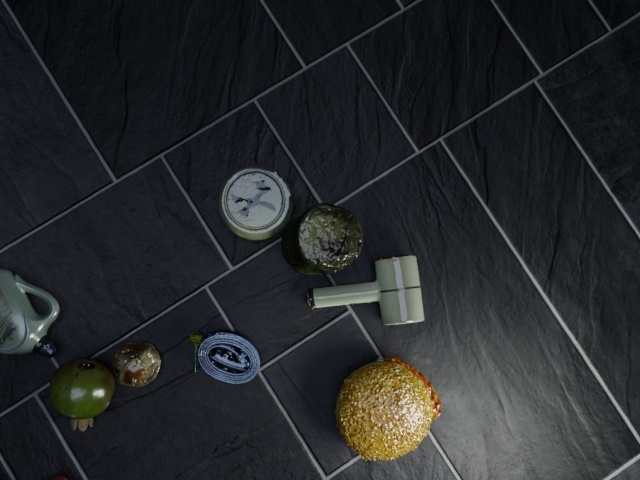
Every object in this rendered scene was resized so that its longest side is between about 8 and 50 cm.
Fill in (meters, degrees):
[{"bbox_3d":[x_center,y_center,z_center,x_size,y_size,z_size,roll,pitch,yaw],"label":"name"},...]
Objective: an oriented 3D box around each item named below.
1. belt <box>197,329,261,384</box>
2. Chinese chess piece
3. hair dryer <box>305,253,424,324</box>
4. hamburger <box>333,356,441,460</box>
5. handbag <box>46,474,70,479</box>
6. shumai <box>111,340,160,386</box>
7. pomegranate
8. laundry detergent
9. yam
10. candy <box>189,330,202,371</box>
[{"bbox_3d":[-0.266,0.337,1.857,0.190,0.082,0.141,22,86,-1],"label":"belt"},{"bbox_3d":[-0.190,-0.117,1.905,0.237,0.092,0.238,0,83,-3],"label":"Chinese chess piece"},{"bbox_3d":[0.115,0.160,1.887,0.362,0.128,0.203,-7,86,4],"label":"hair dryer"},{"bbox_3d":[0.181,0.477,1.816,0.294,0.179,0.276,-39,88,-6],"label":"hamburger"},{"bbox_3d":[-0.748,0.833,1.772,0.260,0.084,0.275,44,78,0],"label":"handbag"},{"bbox_3d":[-0.532,0.357,1.824,0.145,0.116,0.145,0,83,-1],"label":"shumai"},{"bbox_3d":[-0.668,0.437,1.780,0.179,0.179,0.210,3,85,-3],"label":"pomegranate"},{"bbox_3d":[-0.863,0.227,1.826,0.280,0.105,0.215,33,82,2],"label":"laundry detergent"},{"bbox_3d":[0.000,0.000,1.806,0.195,0.300,0.195,1,85,-13],"label":"yam"},{"bbox_3d":[-0.370,0.328,1.882,0.035,0.035,0.123,6,94,41],"label":"candy"}]
